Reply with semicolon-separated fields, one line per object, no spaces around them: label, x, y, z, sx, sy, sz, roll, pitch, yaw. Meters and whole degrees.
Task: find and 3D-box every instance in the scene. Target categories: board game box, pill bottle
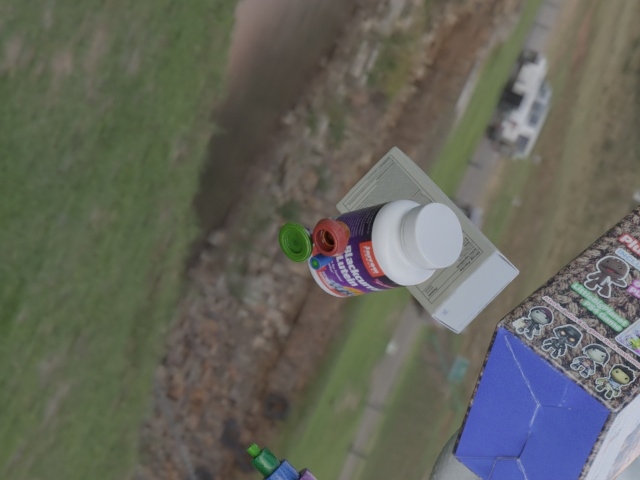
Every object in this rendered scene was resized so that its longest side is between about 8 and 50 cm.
board game box;0.298;0.120;1.474;0.291;0.141;0.232;-35;152;-34
pill bottle;0.082;0.008;1.795;0.193;0.108;0.108;-14;-139;49

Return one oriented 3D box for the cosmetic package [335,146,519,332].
cosmetic package;0.184;-0.004;2.525;0.160;0.309;0.113;-45;145;8

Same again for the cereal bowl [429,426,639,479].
cereal bowl;0.291;0.386;1.979;0.141;0.339;0.339;-7;123;-63

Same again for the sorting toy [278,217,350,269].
sorting toy;0.000;0.000;1.741;0.042;0.102;0.061;-29;109;-45

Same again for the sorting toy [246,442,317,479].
sorting toy;-0.145;0.376;1.728;0.365;0.126;0.127;-46;-177;-36
